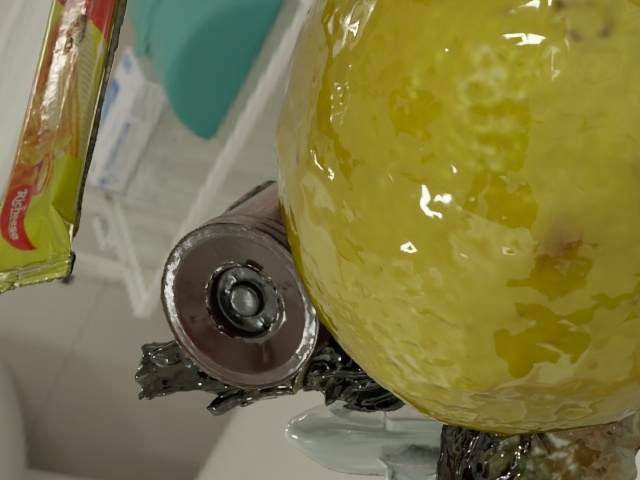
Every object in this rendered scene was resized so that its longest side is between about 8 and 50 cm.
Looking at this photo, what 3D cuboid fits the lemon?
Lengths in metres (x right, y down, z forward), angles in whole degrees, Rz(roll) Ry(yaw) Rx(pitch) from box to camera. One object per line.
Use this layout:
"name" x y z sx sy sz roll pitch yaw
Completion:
"lemon" 0.104 -0.049 0.587 0.284 0.260 0.260 -58 33 22

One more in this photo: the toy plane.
"toy plane" 0.098 0.164 1.108 0.251 0.255 0.101 -93 14 -57

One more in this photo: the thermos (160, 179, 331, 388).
"thermos" 0.000 -0.003 0.778 0.124 0.232 0.099 13 115 19

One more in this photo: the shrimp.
"shrimp" 0.037 0.126 0.895 0.071 0.364 0.233 72 -160 -53

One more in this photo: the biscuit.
"biscuit" -0.112 -0.097 0.607 0.048 0.026 0.292 -17 50 26
